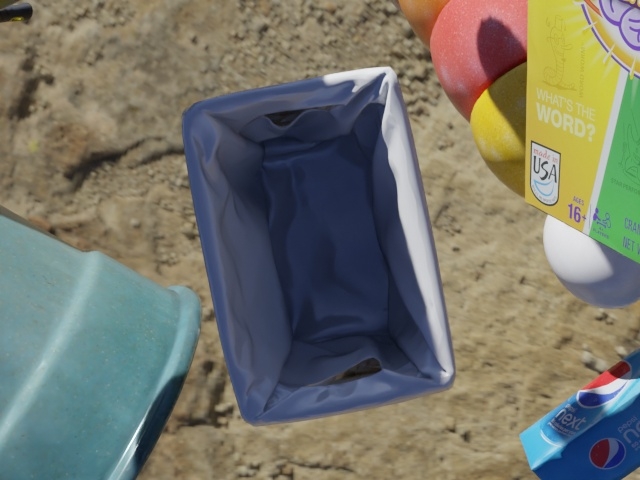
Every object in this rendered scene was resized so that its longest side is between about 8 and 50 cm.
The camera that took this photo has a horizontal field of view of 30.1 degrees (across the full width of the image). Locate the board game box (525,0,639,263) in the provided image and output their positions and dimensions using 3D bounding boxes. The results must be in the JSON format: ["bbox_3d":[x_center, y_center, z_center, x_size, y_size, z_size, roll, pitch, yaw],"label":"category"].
[{"bbox_3d":[0.222,-0.137,0.729,0.242,0.064,0.316,37,136,56],"label":"board game box"}]

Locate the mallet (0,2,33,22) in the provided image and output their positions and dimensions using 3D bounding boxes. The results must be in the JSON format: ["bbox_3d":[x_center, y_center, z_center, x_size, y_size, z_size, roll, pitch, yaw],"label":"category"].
[{"bbox_3d":[-0.309,-0.175,0.944,0.062,0.190,0.039,-29,84,53],"label":"mallet"}]

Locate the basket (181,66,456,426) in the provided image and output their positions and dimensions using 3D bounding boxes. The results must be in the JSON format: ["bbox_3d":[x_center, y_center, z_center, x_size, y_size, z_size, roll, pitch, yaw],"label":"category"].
[{"bbox_3d":[0.000,0.000,0.632,0.113,0.103,0.167,-11,96,2],"label":"basket"}]

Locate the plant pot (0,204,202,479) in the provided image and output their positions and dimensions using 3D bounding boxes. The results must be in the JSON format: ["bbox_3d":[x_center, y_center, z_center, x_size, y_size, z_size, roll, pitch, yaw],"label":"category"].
[{"bbox_3d":[-0.318,0.082,0.850,0.334,0.341,0.341,38,100,-16],"label":"plant pot"}]

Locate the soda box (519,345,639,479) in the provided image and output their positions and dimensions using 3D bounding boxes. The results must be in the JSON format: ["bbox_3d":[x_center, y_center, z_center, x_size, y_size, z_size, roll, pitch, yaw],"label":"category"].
[{"bbox_3d":[0.300,0.166,1.153,0.210,0.067,0.071,-39,108,12],"label":"soda box"}]

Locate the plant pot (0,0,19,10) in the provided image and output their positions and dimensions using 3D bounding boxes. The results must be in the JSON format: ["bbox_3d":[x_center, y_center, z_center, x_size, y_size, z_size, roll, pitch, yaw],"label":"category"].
[{"bbox_3d":[-0.218,-0.251,0.609,0.254,0.239,0.254,-21,41,20],"label":"plant pot"}]

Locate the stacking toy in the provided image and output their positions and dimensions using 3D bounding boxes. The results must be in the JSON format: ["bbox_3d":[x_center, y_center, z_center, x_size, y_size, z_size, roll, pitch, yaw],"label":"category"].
[{"bbox_3d":[0.255,-0.150,1.219,0.351,0.350,0.479,-18,63,23],"label":"stacking toy"}]
